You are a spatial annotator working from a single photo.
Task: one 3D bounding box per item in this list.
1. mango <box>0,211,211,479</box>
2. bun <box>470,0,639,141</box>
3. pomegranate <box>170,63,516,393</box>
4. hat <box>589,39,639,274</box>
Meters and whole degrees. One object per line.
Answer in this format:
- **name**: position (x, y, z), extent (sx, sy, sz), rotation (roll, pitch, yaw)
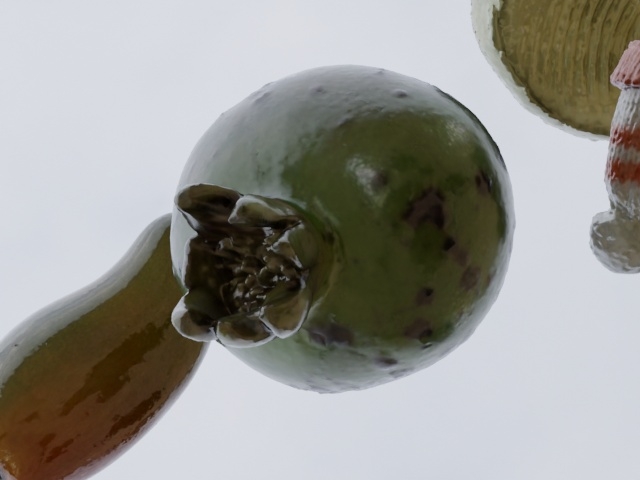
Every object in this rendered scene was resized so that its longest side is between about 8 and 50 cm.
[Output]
- **mango**: position (-0.189, 0.106, 1.289), extent (0.289, 0.129, 0.146), rotation (-39, -108, -19)
- **bun**: position (0.267, -0.234, 1.427), extent (0.259, 0.152, 0.259), rotation (-1, -75, -3)
- **pomegranate**: position (0.016, -0.008, 0.984), extent (0.242, 0.306, 0.242), rotation (0, -90, -1)
- **hat**: position (0.237, -0.051, 1.028), extent (0.112, 0.093, 0.162), rotation (20, -83, -1)
